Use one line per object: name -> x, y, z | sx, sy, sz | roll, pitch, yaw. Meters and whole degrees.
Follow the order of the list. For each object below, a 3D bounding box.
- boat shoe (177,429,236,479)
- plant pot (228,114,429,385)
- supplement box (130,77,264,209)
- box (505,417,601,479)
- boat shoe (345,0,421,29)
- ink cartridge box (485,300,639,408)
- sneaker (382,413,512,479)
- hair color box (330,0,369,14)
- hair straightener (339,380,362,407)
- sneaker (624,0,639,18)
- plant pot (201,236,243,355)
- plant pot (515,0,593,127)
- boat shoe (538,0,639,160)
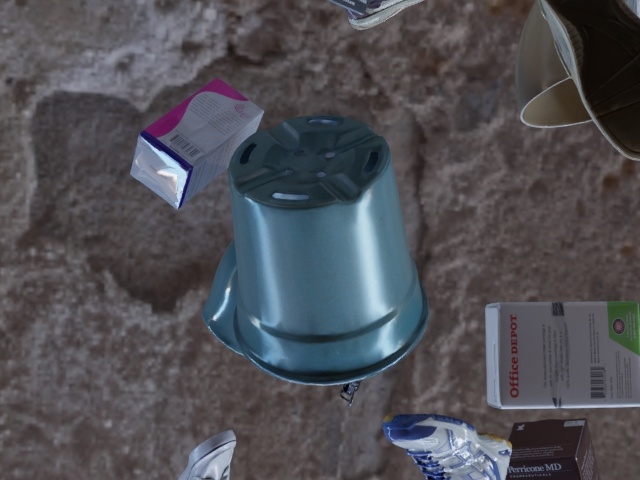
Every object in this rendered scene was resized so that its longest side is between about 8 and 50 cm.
boat shoe -> -0.220, 0.470, 2.025 | 0.096, 0.267, 0.088 | -13, -121, -41
plant pot -> 0.000, 0.000, 1.665 | 0.341, 0.334, 0.341 | -5, -140, 4
supplement box -> -0.214, -0.172, 1.785 | 0.111, 0.114, 0.220 | 37, -131, 10
box -> 0.508, 0.519, 2.231 | 0.169, 0.203, 0.167 | -10, -163, 25
boat shoe -> 0.176, -0.565, 2.214 | 0.285, 0.092, 0.102 | -30, -134, 6
ink cartridge box -> 0.457, 0.216, 1.942 | 0.273, 0.198, 0.115 | 0, 175, -5
sneaker -> 0.218, 0.375, 1.731 | 0.296, 0.130, 0.112 | 25, 159, -35
hair color box -> 0.058, -0.549, 1.539 | 0.114, 0.374, 0.185 | 29, -167, 25
hair straightener -> 0.056, 0.216, 1.759 | 0.047, 0.230, 0.089 | 23, -133, 7
sneaker -> 0.402, -0.317, 1.447 | 0.100, 0.271, 0.108 | -9, -163, 40
plant pot -> -0.118, 0.107, 2.219 | 0.272, 0.255, 0.271 | 35, -163, -12
plant pot -> 0.454, -0.337, 1.746 | 0.284, 0.190, 0.284 | -13, 167, -3
boat shoe -> 0.345, -0.240, 1.259 | 0.109, 0.302, 0.098 | -29, 179, 11
